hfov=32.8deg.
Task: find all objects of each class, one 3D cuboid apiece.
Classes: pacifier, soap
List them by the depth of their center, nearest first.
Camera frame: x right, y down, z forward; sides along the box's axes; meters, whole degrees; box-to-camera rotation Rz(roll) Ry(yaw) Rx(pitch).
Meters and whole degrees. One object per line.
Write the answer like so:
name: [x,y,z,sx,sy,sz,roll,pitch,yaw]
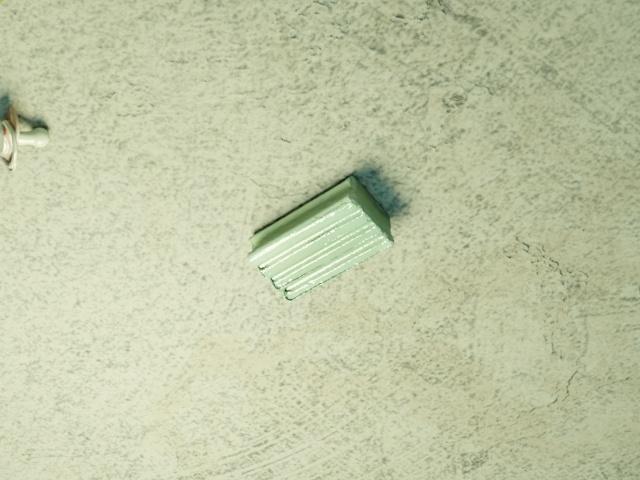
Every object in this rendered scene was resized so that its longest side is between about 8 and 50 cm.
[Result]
pacifier: [-0.422,-0.142,1.543,0.078,0.081,0.099,-5,132,-30]
soap: [0.000,0.000,1.627,0.198,0.063,0.114,-29,121,21]

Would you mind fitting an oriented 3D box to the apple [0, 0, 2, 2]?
apple: [-0.540,-0.421,1.331,0.360,0.311,0.320,-21,167,18]
